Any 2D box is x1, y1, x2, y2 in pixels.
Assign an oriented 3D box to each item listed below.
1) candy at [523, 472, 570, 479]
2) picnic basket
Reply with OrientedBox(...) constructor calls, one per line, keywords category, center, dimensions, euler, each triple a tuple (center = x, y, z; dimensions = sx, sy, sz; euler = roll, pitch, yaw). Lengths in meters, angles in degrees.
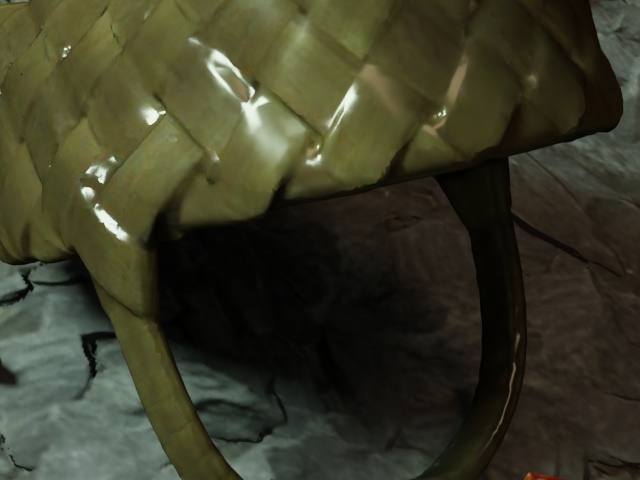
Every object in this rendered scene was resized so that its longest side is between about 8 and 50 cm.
OrientedBox(category="candy", center=(0.134, 0.181, 0.977), dimensions=(0.062, 0.038, 0.122), euler=(13, 42, -14))
OrientedBox(category="picnic basket", center=(0.000, 0.000, 0.965), dimensions=(0.293, 0.337, 0.337), euler=(-14, 53, -45))
